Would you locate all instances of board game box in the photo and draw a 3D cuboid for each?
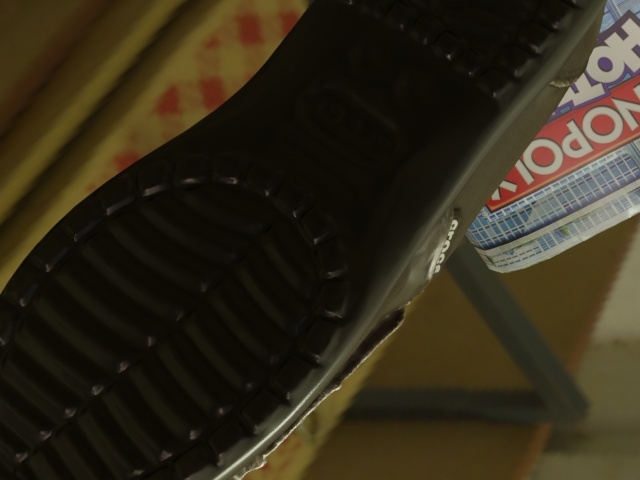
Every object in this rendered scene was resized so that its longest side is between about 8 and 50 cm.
[{"bbox_3d":[0.122,-0.062,0.786,0.194,0.194,0.060,-29,-164,25],"label":"board game box"}]

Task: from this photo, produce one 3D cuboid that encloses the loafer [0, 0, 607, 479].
[{"bbox_3d":[0.000,0.000,0.499,0.220,0.078,0.080,-45,-111,-1],"label":"loafer"}]
